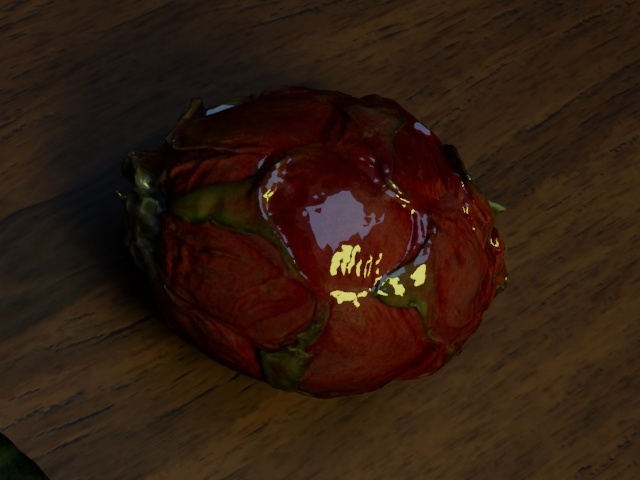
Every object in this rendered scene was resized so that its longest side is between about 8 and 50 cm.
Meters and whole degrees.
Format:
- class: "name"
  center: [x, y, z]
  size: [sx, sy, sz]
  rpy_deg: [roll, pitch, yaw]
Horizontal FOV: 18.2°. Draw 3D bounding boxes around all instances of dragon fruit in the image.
- class: "dragon fruit"
  center: [0.000, 0.000, 1.729]
  size: [0.342, 0.277, 0.277]
  rpy_deg: [-2, 69, -22]

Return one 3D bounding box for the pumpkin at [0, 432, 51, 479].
- class: "pumpkin"
  center: [-0.330, 0.268, 1.532]
  size: [0.300, 0.207, 0.300]
  rpy_deg: [13, 50, -16]
